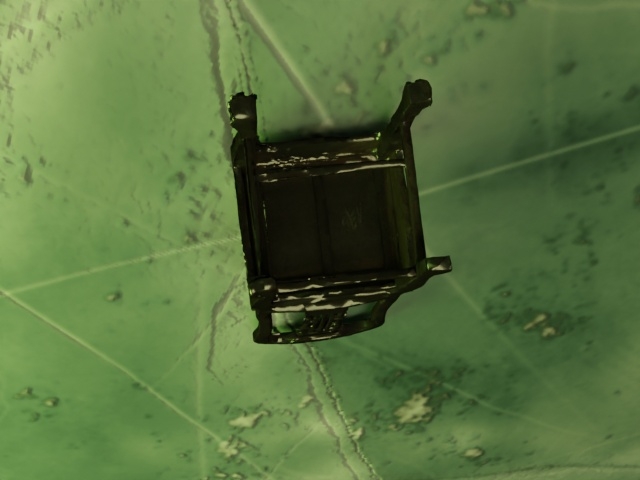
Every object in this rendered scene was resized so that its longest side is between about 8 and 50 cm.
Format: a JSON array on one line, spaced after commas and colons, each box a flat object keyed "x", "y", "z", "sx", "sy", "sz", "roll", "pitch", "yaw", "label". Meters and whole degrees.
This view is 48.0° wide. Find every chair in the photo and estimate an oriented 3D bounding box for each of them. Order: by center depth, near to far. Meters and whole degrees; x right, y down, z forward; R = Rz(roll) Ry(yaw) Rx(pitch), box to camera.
[{"x": 0.000, "y": 0.000, "z": 0.458, "sx": 0.106, "sy": 0.113, "sz": 0.229, "roll": -5, "pitch": 168, "yaw": -7, "label": "chair"}]
